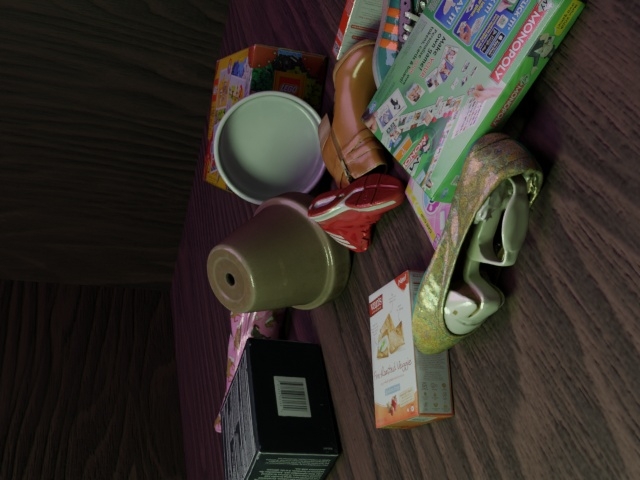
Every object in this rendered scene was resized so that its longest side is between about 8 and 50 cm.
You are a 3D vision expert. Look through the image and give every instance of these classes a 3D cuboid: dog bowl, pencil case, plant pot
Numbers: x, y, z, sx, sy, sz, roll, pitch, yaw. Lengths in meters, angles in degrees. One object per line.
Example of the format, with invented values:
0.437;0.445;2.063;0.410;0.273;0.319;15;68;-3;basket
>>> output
-0.115;-0.216;1.804;0.104;0.265;0.264;-117;35;-78;dog bowl
-0.181;0.319;2.023;0.167;0.160;0.386;15;99;62;pencil case
-0.105;0.050;1.621;0.263;0.229;0.263;20;121;38;plant pot

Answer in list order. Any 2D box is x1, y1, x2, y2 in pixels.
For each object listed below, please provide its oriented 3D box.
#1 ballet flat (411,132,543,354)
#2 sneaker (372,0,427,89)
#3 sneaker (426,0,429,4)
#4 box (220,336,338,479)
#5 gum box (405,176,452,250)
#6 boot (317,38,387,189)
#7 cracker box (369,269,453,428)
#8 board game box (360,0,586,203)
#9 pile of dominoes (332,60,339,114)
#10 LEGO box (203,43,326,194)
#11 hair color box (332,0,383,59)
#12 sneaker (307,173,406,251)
0.213;0.030;1.049;0.123;0.123;0.348;-121;40;-60;ballet flat
0.158;-0.360;1.310;0.121;0.108;0.302;138;136;-69;sneaker
0.201;-0.366;1.211;0.084;0.070;0.185;97;177;-75;sneaker
-0.103;0.424;1.727;0.296;0.183;0.294;-101;26;-44;box
0.196;-0.070;1.185;0.188;0.062;0.107;-109;31;-50;gum box
0.079;-0.228;1.514;0.283;0.109;0.220;-58;37;38;boot
0.143;0.181;1.262;0.156;0.067;0.232;135;138;-61;cracker box
0.196;-0.240;1.081;0.317;0.046;0.213;-59;46;27;board game box
0.047;-0.271;1.713;0.196;0.040;0.251;169;106;-70;pile of dominoes
-0.170;-0.316;2.117;0.500;0.193;0.372;-157;73;-70;LEGO box
0.092;-0.439;1.547;0.053;0.093;0.167;-109;31;-52;hair color box
0.093;-0.049;1.482;0.221;0.128;0.087;-8;47;43;sneaker
